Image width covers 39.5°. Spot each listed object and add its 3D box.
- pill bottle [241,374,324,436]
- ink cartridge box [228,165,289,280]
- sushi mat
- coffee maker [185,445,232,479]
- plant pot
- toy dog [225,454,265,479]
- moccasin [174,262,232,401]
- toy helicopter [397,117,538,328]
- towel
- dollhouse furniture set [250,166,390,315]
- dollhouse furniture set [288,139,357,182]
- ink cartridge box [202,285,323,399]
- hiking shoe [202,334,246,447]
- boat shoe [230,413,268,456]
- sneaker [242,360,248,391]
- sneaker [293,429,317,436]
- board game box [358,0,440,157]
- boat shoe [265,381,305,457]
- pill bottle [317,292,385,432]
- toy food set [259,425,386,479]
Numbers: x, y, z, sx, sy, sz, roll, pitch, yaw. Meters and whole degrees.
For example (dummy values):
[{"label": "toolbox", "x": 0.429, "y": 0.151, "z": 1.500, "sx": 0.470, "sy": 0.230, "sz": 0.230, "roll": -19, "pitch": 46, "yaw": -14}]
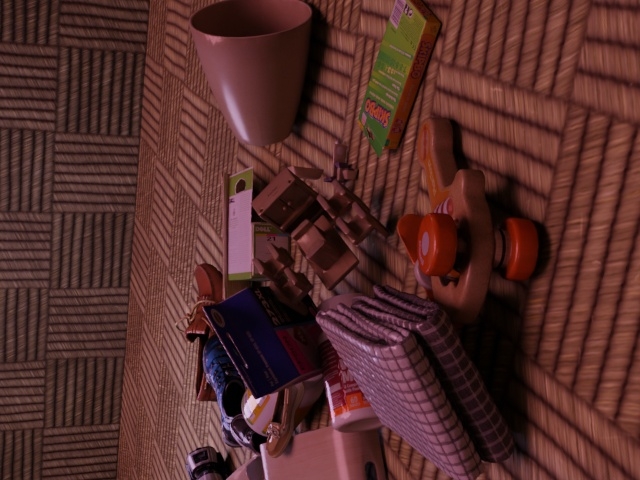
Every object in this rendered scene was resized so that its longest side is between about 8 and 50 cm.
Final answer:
[{"label": "pill bottle", "x": -0.069, "y": 0.298, "z": 1.833, "sx": 0.245, "sy": 0.137, "sz": 0.136, "roll": 120, "pitch": 144, "yaw": -50}, {"label": "ink cartridge box", "x": -0.146, "y": -0.034, "z": 2.081, "sx": 0.189, "sy": 0.097, "sz": 0.255, "roll": 171, "pitch": 100, "yaw": -68}, {"label": "sushi mat", "x": -0.207, "y": -0.006, "z": 2.212, "sx": 0.151, "sy": 0.019, "sz": 0.316, "roll": 6, "pitch": -97, "yaw": -68}, {"label": "coffee maker", "x": -0.300, "y": 0.676, "z": 2.413, "sx": 0.178, "sy": 0.120, "sz": 0.171, "roll": -116, "pitch": 34, "yaw": -48}, {"label": "plant pot", "x": -0.135, "y": -0.351, "z": 1.910, "sx": 0.256, "sy": 0.257, "sz": 0.273, "roll": -124, "pitch": 24, "yaw": -54}, {"label": "toy dog", "x": -0.158, "y": 0.587, "z": 2.016, "sx": 0.220, "sy": 0.161, "sz": 0.333, "roll": 114, "pitch": 148, "yaw": -44}, {"label": "moccasin", "x": -0.308, "y": 0.245, "z": 2.399, "sx": 0.139, "sy": 0.147, "sz": 0.379, "roll": 146, "pitch": 122, "yaw": -63}, {"label": "toy helicopter", "x": 0.184, "y": -0.032, "z": 1.289, "sx": 0.235, "sy": 0.140, "sz": 0.355, "roll": 103, "pitch": 167, "yaw": -48}, {"label": "towel", "x": 0.135, "y": 0.189, "z": 1.264, "sx": 0.235, "sy": 0.121, "sz": 0.284, "roll": 59, "pitch": 167, "yaw": -15}, {"label": "dollhouse furniture set", "x": 0.000, "y": 0.000, "z": 1.630, "sx": 0.212, "sy": 0.161, "sz": 0.242, "roll": -45, "pitch": 46, "yaw": 9}, {"label": "dollhouse furniture set", "x": 0.004, "y": -0.158, "z": 1.698, "sx": 0.091, "sy": 0.114, "sz": 0.081, "roll": 177, "pitch": 98, "yaw": -70}, {"label": "ink cartridge box", "x": -0.070, "y": 0.167, "z": 1.571, "sx": 0.069, "sy": 0.371, "sz": 0.175, "roll": -35, "pitch": 79, "yaw": 16}, {"label": "hiking shoe", "x": -0.215, "y": 0.354, "z": 2.214, "sx": 0.132, "sy": 0.113, "sz": 0.304, "roll": 110, "pitch": 145, "yaw": -54}, {"label": "boat shoe", "x": -0.125, "y": 0.436, "z": 1.936, "sx": 0.229, "sy": 0.076, "sz": 0.080, "roll": 29, "pitch": 77, "yaw": 40}, {"label": "sneaker", "x": -0.133, "y": 0.307, "z": 2.054, "sx": 0.227, "sy": 0.087, "sz": 0.130, "roll": -118, "pitch": 29, "yaw": -58}, {"label": "sneaker", "x": -0.042, "y": 0.524, "z": 1.824, "sx": 0.118, "sy": 0.110, "sz": 0.292, "roll": 55, "pitch": 140, "yaw": 41}, {"label": "board game box", "x": 0.126, "y": -0.276, "z": 1.501, "sx": 0.124, "sy": 0.039, "sz": 0.259, "roll": -114, "pitch": 35, "yaw": -46}, {"label": "boat shoe", "x": -0.075, "y": 0.331, "z": 1.674, "sx": 0.056, "sy": 0.048, "sz": 0.153, "roll": 4, "pitch": 70, "yaw": 58}, {"label": "pill bottle", "x": 0.061, "y": 0.211, "z": 1.541, "sx": 0.121, "sy": 0.121, "sz": 0.221, "roll": 128, "pitch": 136, "yaw": -56}, {"label": "toy food set", "x": 0.007, "y": 0.466, "z": 1.652, "sx": 0.306, "sy": 0.092, "sz": 0.219, "roll": -27, "pitch": 67, "yaw": 46}]
